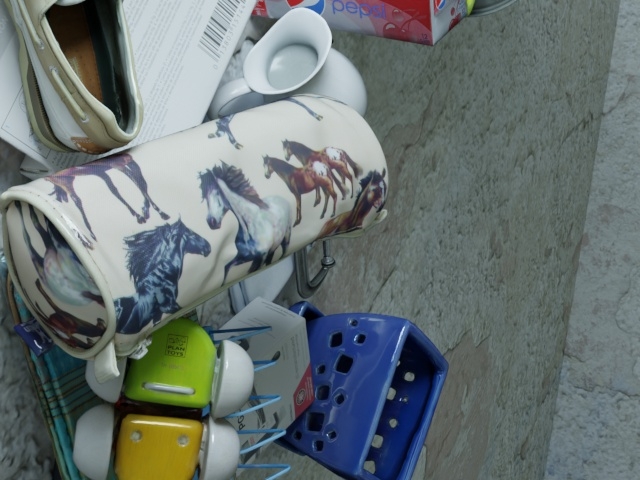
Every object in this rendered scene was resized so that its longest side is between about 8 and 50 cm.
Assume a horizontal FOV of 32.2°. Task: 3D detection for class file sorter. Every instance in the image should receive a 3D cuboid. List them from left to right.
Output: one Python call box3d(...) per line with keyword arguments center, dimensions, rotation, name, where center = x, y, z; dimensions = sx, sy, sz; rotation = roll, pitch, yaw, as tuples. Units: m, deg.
box3d(center=(-0.107, 0.182, 1.211), dimensions=(0.118, 0.104, 0.170), rotation=(-9, 92, -62), name="file sorter")

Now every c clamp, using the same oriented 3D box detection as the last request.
box3d(center=(0.000, 0.000, 1.599), dimensions=(0.137, 0.022, 0.161), rotation=(-45, 143, -49), name="c clamp")

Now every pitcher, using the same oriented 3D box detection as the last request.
box3d(center=(-0.038, -0.174, 1.357), dimensions=(0.177, 0.126, 0.207), rotation=(-31, 159, 7), name="pitcher")

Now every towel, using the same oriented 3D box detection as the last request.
box3d(center=(-0.197, 0.162, 1.197), dimensions=(0.271, 0.040, 0.370), rotation=(-28, 106, -59), name="towel")

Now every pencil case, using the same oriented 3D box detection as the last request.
box3d(center=(-0.103, -0.021, 1.072), dimensions=(0.410, 0.159, 0.184), rotation=(-26, 97, -42), name="pencil case")

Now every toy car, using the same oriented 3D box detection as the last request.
box3d(center=(-0.156, 0.157, 1.099), dimensions=(0.136, 0.159, 0.182), rotation=(-133, -128, -76), name="toy car")

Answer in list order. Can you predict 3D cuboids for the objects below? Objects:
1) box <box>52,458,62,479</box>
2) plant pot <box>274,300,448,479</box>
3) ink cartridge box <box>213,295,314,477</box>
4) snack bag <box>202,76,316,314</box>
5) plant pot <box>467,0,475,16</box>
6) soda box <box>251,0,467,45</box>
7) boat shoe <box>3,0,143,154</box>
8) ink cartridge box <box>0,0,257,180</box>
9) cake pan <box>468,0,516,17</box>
box3d(center=(-0.228, 0.292, 1.284), dimensions=(0.158, 0.093, 0.156), rotation=(-7, 107, -63), name="box")
box3d(center=(0.035, 0.230, 1.647), dimensions=(0.236, 0.212, 0.236), rotation=(-69, 154, -14), name="plant pot")
box3d(center=(-0.111, 0.202, 1.447), dimensions=(0.218, 0.092, 0.159), rotation=(-39, 137, -37), name="ink cartridge box")
box3d(center=(-0.048, -0.109, 1.509), dimensions=(0.323, 0.037, 0.343), rotation=(-52, 145, -39), name="snack bag")
box3d(center=(0.100, -0.444, 1.438), dimensions=(0.228, 0.207, 0.227), rotation=(30, 76, -64), name="plant pot")
box3d(center=(0.038, -0.304, 1.314), dimensions=(0.092, 0.263, 0.084), rotation=(-47, 141, -39), name="soda box")
box3d(center=(-0.221, -0.223, 0.965), dimensions=(0.113, 0.103, 0.302), rotation=(-33, 117, -40), name="boat shoe")
box3d(center=(-0.215, -0.193, 1.098), dimensions=(0.261, 0.066, 0.296), rotation=(37, 68, -42), name="ink cartridge box")
box3d(center=(0.235, -0.462, 1.562), dimensions=(0.054, 0.293, 0.293), rotation=(18, 86, -40), name="cake pan")
